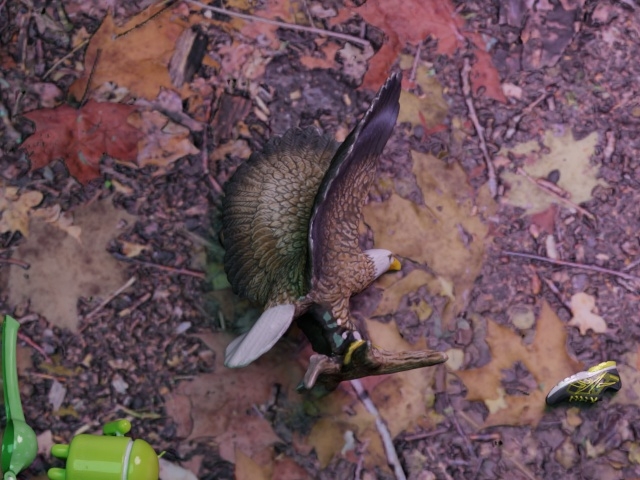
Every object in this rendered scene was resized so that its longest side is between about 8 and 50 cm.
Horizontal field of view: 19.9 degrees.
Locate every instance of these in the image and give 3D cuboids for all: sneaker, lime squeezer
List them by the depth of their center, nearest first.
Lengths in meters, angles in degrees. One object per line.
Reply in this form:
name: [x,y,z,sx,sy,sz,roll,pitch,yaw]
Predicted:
lime squeezer: [-0.352,0.219,1.835,0.110,0.059,0.310,44,55,-18]
sneaker: [0.270,0.152,1.861,0.083,0.031,0.035,-25,74,-4]

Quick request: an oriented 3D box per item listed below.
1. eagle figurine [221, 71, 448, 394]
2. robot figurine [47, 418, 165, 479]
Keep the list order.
eagle figurine: [0.005,0.000,1.847,0.226,0.225,0.298,-12,84,10]
robot figurine: [-0.216,0.231,1.845,0.115,0.067,0.101,4,75,4]
